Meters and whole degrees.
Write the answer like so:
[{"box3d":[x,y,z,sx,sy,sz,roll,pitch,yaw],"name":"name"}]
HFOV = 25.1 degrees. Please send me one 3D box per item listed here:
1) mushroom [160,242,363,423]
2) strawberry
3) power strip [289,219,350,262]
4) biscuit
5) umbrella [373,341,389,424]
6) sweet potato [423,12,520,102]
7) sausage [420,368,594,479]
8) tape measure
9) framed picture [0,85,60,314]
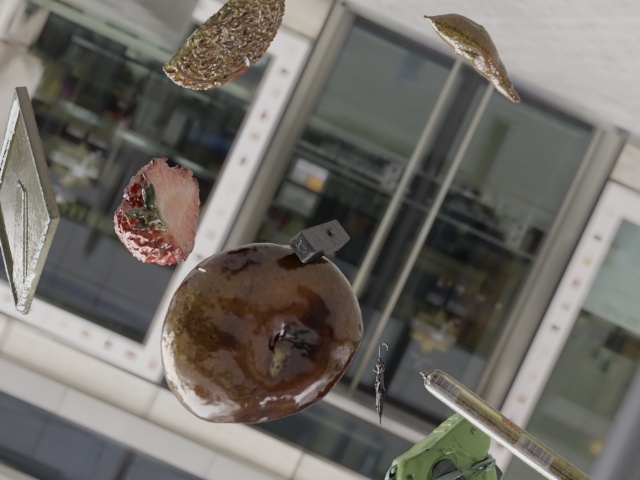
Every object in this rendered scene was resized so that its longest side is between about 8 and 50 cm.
[{"box3d":[-0.101,0.120,1.953,0.254,0.267,0.267,13,175,37],"name":"mushroom"},{"box3d":[-0.271,-0.040,2.306,0.107,0.175,0.236,-13,169,13],"name":"strawberry"},{"box3d":[0.000,0.000,1.910,0.038,0.029,0.111,53,-153,8],"name":"power strip"},{"box3d":[-0.116,-0.275,1.969,0.025,0.206,0.126,45,178,34],"name":"biscuit"},{"box3d":[0.088,0.210,2.122,0.022,0.122,0.013,6,-179,37],"name":"umbrella"},{"box3d":[0.268,-0.313,2.396,0.226,0.068,0.068,40,177,-19],"name":"sweet potato"},{"box3d":[0.232,0.238,1.756,0.269,0.033,0.033,36,-176,5],"name":"sausage"},{"box3d":[0.185,0.346,2.093,0.154,0.177,0.087,58,164,-4],"name":"tape measure"},{"box3d":[-0.457,-0.054,2.201,0.024,0.232,0.315,-7,154,-25],"name":"framed picture"}]
